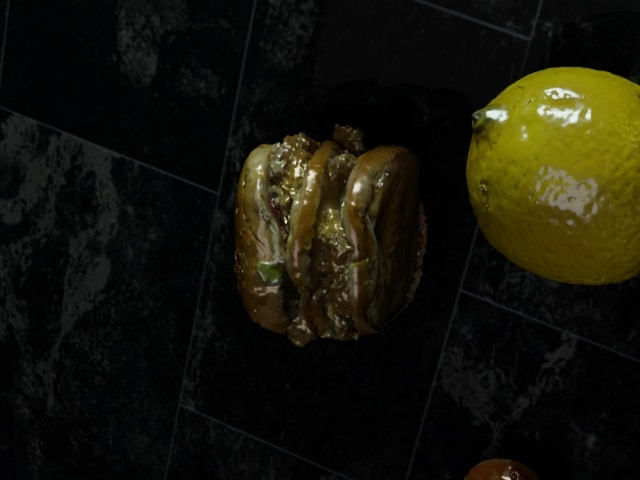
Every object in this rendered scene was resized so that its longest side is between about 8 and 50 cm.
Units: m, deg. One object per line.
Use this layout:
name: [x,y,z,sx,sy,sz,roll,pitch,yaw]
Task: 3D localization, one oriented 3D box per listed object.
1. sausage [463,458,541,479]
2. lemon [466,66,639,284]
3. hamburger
sausage: [0.247,0.389,2.001,0.133,0.133,0.258,-10,108,29]
lemon: [0.280,-0.064,1.714,0.253,0.228,0.228,31,123,16]
hamburger: [0.007,0.007,1.887,0.211,0.245,0.260,5,154,14]
